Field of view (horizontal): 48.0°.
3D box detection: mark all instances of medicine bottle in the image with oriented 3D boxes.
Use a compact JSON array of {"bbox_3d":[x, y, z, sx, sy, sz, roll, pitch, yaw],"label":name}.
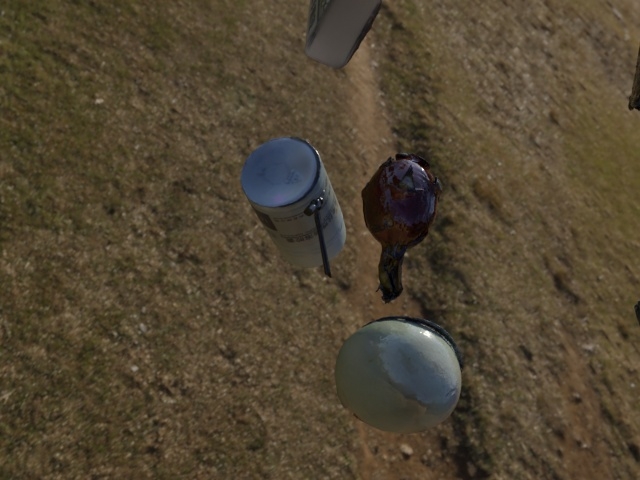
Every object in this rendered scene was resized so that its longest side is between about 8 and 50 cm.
[{"bbox_3d":[-0.054,-0.080,1.723,0.332,0.190,0.190,64,6,-60],"label":"medicine bottle"}]

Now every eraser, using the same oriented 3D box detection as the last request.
[{"bbox_3d":[0.032,-0.349,1.002,0.068,0.124,0.210,18,44,-16],"label":"eraser"}]

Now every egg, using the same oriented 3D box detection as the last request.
[{"bbox_3d":[0.158,0.309,1.535,0.174,0.286,0.264,-49,130,-68],"label":"egg"}]

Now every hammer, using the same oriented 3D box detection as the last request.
[{"bbox_3d":[0.000,0.000,1.494,0.065,0.021,0.178,-40,126,-54],"label":"hammer"}]

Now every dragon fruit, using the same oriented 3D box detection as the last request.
[{"bbox_3d":[0.122,-0.021,1.133,0.125,0.125,0.246,18,81,-58],"label":"dragon fruit"}]

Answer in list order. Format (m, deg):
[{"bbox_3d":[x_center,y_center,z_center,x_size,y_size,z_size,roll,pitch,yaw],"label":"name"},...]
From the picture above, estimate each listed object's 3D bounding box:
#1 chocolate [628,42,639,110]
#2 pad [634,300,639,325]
[{"bbox_3d":[0.592,-0.386,1.239,0.065,0.329,0.102,9,16,13],"label":"chocolate"},{"bbox_3d":[0.717,0.205,1.355,0.022,0.174,0.233,4,67,-69],"label":"pad"}]
